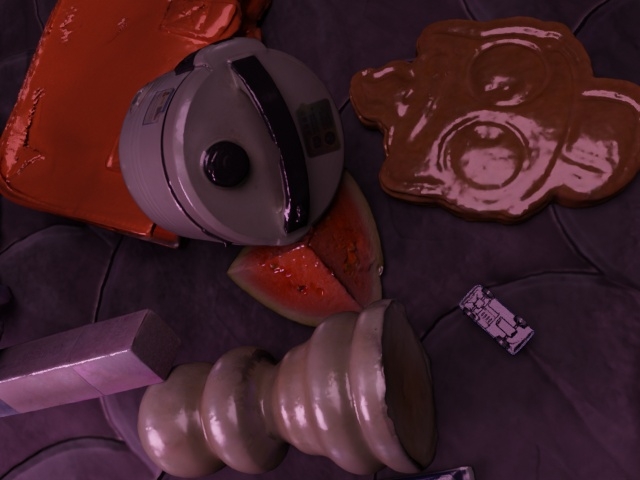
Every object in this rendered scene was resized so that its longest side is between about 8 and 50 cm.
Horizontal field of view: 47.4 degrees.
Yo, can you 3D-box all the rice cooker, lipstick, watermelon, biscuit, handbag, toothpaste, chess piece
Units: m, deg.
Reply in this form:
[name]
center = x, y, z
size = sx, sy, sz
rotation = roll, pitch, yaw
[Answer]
[rice cooker]
center = -0.097, -0.106, 0.825
size = 0.244, 0.226, 0.226
rotation = 7, 73, 59
[lipstick]
center = -0.316, 0.157, 0.899
size = 0.317, 0.068, 0.066
rotation = -17, 36, 29
[watermelon]
center = 0.000, 0.006, 0.882
size = 0.192, 0.137, 0.145
rotation = 18, 49, 5
[biscuit]
center = 0.206, -0.157, 0.890
size = 0.375, 0.051, 0.270
rotation = 15, 78, 22
[handbag]
center = -0.261, -0.213, 1.019
size = 0.303, 0.116, 0.410
rotation = 13, 79, 20
[toothpaste]
center = 0.103, 0.276, 0.810
size = 0.139, 0.021, 0.037
rotation = -10, 76, 12
[chess piece]
center = -0.051, 0.186, 0.817
size = 0.330, 0.182, 0.183
rotation = -15, 70, 20

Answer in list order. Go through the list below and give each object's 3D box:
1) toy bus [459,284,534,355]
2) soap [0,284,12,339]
[toy bus]
center = 0.198, 0.090, 0.821
size = 0.083, 0.046, 0.038
rotation = 43, 90, 21
[soap]
center = -0.514, 0.106, 0.909
size = 0.193, 0.324, 0.109
rotation = 44, 98, 0
